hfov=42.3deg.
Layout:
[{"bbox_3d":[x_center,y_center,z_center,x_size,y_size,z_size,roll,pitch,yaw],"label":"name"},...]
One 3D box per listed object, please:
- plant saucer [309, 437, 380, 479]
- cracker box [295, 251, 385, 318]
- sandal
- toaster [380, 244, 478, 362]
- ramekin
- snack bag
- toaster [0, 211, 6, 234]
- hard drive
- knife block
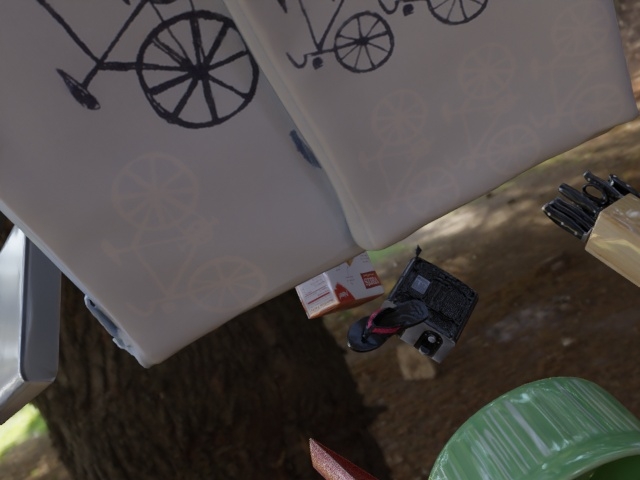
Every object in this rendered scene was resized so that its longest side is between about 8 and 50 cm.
[{"bbox_3d":[0.109,0.512,1.642,0.048,0.258,0.259,-56,25,-7],"label":"plant saucer"},{"bbox_3d":[0.000,0.000,1.321,0.067,0.232,0.155,-29,-11,28],"label":"cracker box"},{"bbox_3d":[0.126,0.153,1.564,0.179,0.067,0.040,-24,-28,-20],"label":"sandal"},{"bbox_3d":[0.220,0.136,1.706,0.186,0.168,0.110,-53,-8,-42],"label":"toaster"},{"bbox_3d":[0.273,0.307,0.979,0.303,0.303,0.148,-27,38,-5],"label":"ramekin"},{"bbox_3d":[-0.029,-0.093,0.398,0.342,0.323,0.037,-27,43,6],"label":"snack bag"},{"bbox_3d":[-0.262,-0.077,0.550,0.227,0.129,0.147,-178,107,-76],"label":"toaster"},{"bbox_3d":[-0.414,0.110,1.123,0.047,0.233,0.353,6,-22,-29],"label":"hard drive"},{"bbox_3d":[0.508,-0.004,1.395,0.241,0.088,0.276,7,41,0],"label":"knife block"}]
